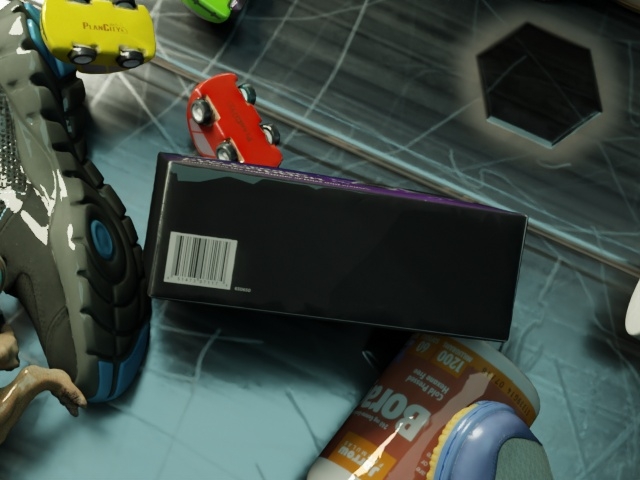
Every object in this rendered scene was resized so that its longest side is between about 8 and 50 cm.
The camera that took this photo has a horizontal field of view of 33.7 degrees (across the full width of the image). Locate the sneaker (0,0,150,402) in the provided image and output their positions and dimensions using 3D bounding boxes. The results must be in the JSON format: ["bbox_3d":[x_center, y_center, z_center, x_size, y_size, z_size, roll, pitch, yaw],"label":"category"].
[{"bbox_3d":[-0.241,-0.021,0.872,0.140,0.125,0.340,-21,75,9],"label":"sneaker"}]

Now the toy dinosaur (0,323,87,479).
[{"bbox_3d":[-0.297,0.147,0.745,0.200,0.295,0.127,-6,46,-46],"label":"toy dinosaur"}]

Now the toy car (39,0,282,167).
[{"bbox_3d":[-0.115,-0.186,0.936,0.239,0.053,0.224,34,56,-22],"label":"toy car"}]

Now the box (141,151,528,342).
[{"bbox_3d":[0.000,0.000,0.819,0.261,0.184,0.103,8,93,-12],"label":"box"}]

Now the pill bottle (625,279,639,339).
[{"bbox_3d":[0.384,0.085,0.899,0.221,0.121,0.121,27,73,1],"label":"pill bottle"}]

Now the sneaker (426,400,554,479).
[{"bbox_3d":[0.165,0.256,0.760,0.112,0.131,0.296,-23,108,-28],"label":"sneaker"}]

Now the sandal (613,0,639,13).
[{"bbox_3d":[0.265,-0.269,1.015,0.219,0.060,0.090,17,72,5],"label":"sandal"}]

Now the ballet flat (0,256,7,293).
[{"bbox_3d":[-0.336,0.066,0.798,0.213,0.068,0.072,-37,113,-9],"label":"ballet flat"}]

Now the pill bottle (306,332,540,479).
[{"bbox_3d":[0.067,0.179,0.833,0.121,0.121,0.216,38,73,5],"label":"pill bottle"}]
